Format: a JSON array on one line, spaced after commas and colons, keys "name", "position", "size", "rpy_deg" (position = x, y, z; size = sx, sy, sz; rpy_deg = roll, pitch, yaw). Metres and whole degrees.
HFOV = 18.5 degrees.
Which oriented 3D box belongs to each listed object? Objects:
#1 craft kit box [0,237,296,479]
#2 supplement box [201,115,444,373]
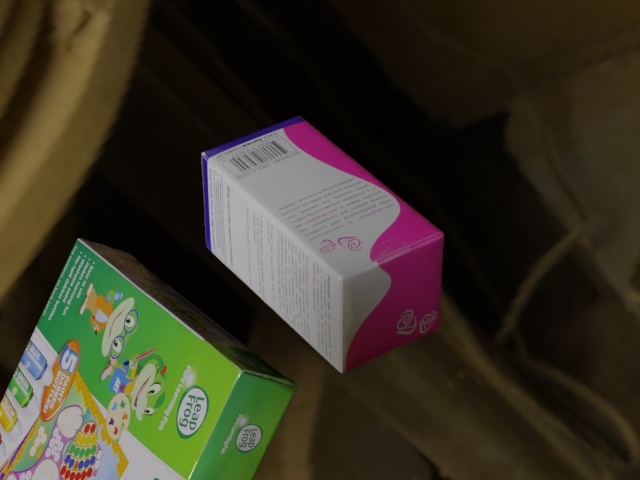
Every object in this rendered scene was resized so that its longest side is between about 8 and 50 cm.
[{"name": "craft kit box", "position": [-0.148, 0.156, 1.359], "size": [0.246, 0.061, 0.250], "rpy_deg": [32, 99, 48]}, {"name": "supplement box", "position": [0.000, 0.000, 1.730], "size": [0.111, 0.114, 0.220], "rpy_deg": [-22, 41, -26]}]
